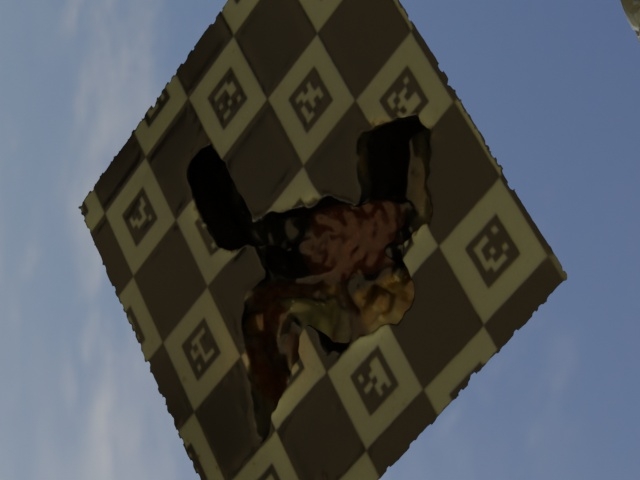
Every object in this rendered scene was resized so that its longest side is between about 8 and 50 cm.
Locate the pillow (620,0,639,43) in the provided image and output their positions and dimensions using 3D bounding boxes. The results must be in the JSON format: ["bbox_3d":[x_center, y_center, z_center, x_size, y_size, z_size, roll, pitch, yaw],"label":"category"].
[{"bbox_3d":[0.359,-0.179,1.647,0.050,0.148,0.229,-48,-148,-9],"label":"pillow"}]

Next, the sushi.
[{"bbox_3d":[0.000,0.000,1.226,0.343,0.064,0.359,-50,-127,32],"label":"sushi"}]
